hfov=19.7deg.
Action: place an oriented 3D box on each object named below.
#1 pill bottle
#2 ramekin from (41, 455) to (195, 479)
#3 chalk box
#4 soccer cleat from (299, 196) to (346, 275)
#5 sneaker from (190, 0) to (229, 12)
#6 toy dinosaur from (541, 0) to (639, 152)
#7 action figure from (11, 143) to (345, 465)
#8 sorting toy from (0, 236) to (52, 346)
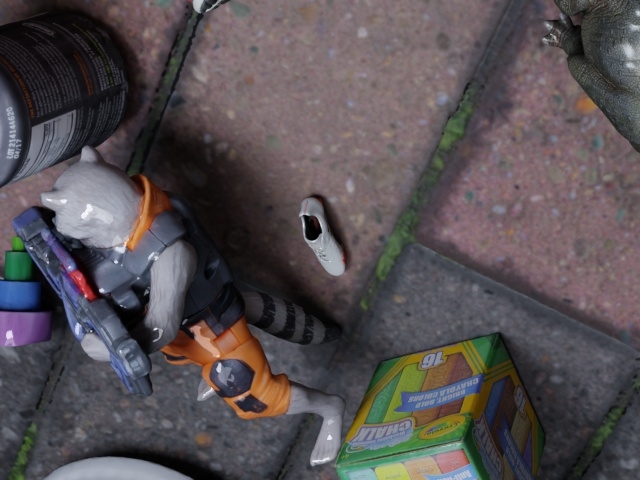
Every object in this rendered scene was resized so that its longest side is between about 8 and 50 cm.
[{"bbox_3d":[-0.273,-0.112,1.546,0.130,0.245,0.130,7,108,22],"label":"pill bottle"},{"bbox_3d":[-0.200,0.366,1.853,0.277,0.135,0.277,8,121,13],"label":"ramekin"},{"bbox_3d":[0.106,0.205,1.656,0.132,0.213,0.132,-15,115,25],"label":"chalk box"},{"bbox_3d":[0.000,0.000,1.669,0.029,0.035,0.083,-9,118,22],"label":"soccer cleat"},{"bbox_3d":[-0.063,-0.316,1.474,0.118,0.107,0.279,34,124,18],"label":"sneaker"},{"bbox_3d":[0.238,-0.145,1.421,0.121,0.160,0.313,-9,123,-16],"label":"toy dinosaur"},{"bbox_3d":[-0.140,0.034,1.653,0.178,0.341,0.330,-42,129,-4],"label":"action figure"},{"bbox_3d":[-0.436,0.030,1.808,0.365,0.127,0.126,3,92,13],"label":"sorting toy"}]
